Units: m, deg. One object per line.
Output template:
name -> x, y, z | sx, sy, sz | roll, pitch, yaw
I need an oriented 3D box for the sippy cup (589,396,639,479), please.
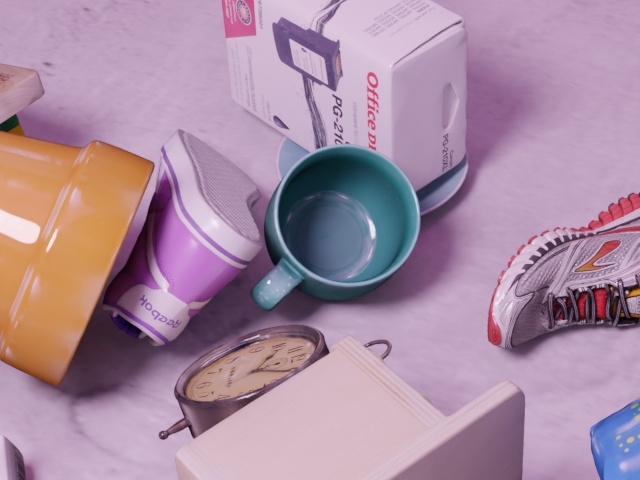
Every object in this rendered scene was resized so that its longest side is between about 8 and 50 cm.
sippy cup -> 0.321, 0.169, 1.110 | 0.224, 0.305, 0.240 | -23, 66, 9

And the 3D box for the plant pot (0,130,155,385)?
plant pot -> -0.264, -0.009, 1.306 | 0.188, 0.205, 0.205 | 24, 45, -7

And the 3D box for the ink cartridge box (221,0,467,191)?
ink cartridge box -> 0.020, -0.168, 1.484 | 0.100, 0.172, 0.237 | -35, 52, -28

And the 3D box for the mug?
mug -> 0.002, -0.009, 1.390 | 0.158, 0.097, 0.129 | -10, 80, -13

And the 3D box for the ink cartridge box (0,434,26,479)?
ink cartridge box -> -0.313, 0.246, 1.219 | 0.179, 0.045, 0.145 | -23, 45, 6

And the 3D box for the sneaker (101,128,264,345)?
sneaker -> -0.137, 0.000, 1.408 | 0.102, 0.161, 0.282 | 37, 13, -13

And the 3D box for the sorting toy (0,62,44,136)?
sorting toy -> -0.419, -0.075, 1.473 | 0.257, 0.089, 0.255 | 15, 43, 43

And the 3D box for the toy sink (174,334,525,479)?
toy sink -> 0.023, 0.178, 1.174 | 0.234, 0.153, 0.131 | -31, 50, -24

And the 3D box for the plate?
plate -> 0.050, -0.072, 1.525 | 0.188, 0.024, 0.188 | -2, 43, 2

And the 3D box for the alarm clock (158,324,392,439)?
alarm clock -> -0.031, 0.117, 1.270 | 0.192, 0.064, 0.129 | -20, 17, 12

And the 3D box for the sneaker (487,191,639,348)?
sneaker -> 0.238, 0.033, 1.357 | 0.225, 0.088, 0.093 | -27, 50, -22
